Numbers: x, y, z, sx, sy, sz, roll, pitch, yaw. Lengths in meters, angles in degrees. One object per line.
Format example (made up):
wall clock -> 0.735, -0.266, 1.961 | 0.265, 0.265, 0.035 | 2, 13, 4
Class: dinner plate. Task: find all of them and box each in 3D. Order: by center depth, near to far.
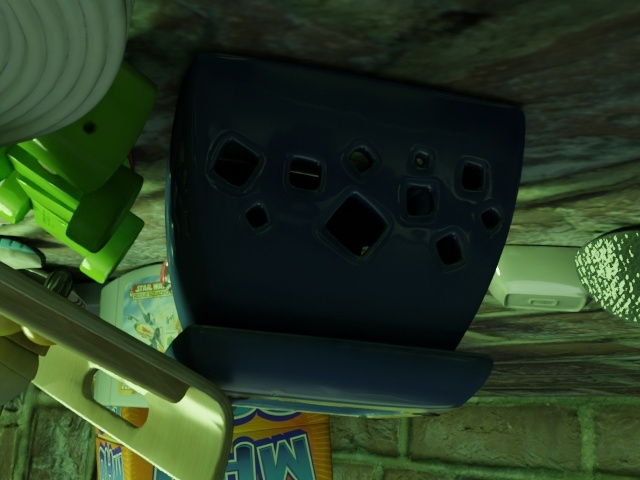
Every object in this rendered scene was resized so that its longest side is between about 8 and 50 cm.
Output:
dinner plate -> -0.417, 0.069, 1.339 | 0.141, 0.017, 0.141 | 20, 155, 10

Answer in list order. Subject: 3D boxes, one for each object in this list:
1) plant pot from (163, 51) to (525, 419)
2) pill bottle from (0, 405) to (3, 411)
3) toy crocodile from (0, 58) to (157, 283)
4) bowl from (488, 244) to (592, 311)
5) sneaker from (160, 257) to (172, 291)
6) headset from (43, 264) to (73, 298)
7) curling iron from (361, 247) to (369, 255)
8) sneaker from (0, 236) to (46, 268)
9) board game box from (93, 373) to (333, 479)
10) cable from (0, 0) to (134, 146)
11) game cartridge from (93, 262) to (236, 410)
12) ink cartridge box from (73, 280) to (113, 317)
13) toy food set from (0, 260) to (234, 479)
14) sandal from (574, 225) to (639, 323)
plant pot -> -0.003, 0.019, 0.649 | 0.236, 0.212, 0.236 | 8, 167, -13
pill bottle -> -0.603, 0.252, 1.332 | 0.224, 0.224, 0.392 | 8, -173, -14
toy crocodile -> -0.189, -0.049, 0.687 | 0.115, 0.105, 0.340 | 34, 163, -4
bowl -> 0.257, 0.047, 1.015 | 0.142, 0.053, 0.142 | 4, 166, 10
sneaker -> -0.040, 0.060, 1.041 | 0.299, 0.112, 0.121 | 8, 166, -9
headset -> -0.476, 0.092, 1.306 | 0.243, 0.185, 0.394 | 32, 170, -32
curling iron -> 0.000, 0.000, 0.941 | 0.274, 0.035, 0.068 | 13, 164, -32
sneaker -> -0.455, 0.036, 1.147 | 0.190, 0.083, 0.071 | 3, 165, 1
board game box -> -0.211, 0.348, 1.626 | 0.356, 0.356, 0.356 | -1, 171, -22
cable -> -0.193, -0.119, 0.334 | 0.257, 0.089, 0.257 | 3, 157, -12
game cartridge -> -0.215, 0.132, 1.207 | 0.297, 0.198, 0.062 | -9, 169, 44
ink cartridge box -> -0.286, 0.108, 1.461 | 0.224, 0.045, 0.223 | -3, 165, 26
toy food set -> -0.211, 0.047, 0.489 | 0.219, 0.092, 0.306 | 19, 165, 40
sandal -> 0.368, 0.026, 0.827 | 0.254, 0.097, 0.054 | -6, -170, 39
